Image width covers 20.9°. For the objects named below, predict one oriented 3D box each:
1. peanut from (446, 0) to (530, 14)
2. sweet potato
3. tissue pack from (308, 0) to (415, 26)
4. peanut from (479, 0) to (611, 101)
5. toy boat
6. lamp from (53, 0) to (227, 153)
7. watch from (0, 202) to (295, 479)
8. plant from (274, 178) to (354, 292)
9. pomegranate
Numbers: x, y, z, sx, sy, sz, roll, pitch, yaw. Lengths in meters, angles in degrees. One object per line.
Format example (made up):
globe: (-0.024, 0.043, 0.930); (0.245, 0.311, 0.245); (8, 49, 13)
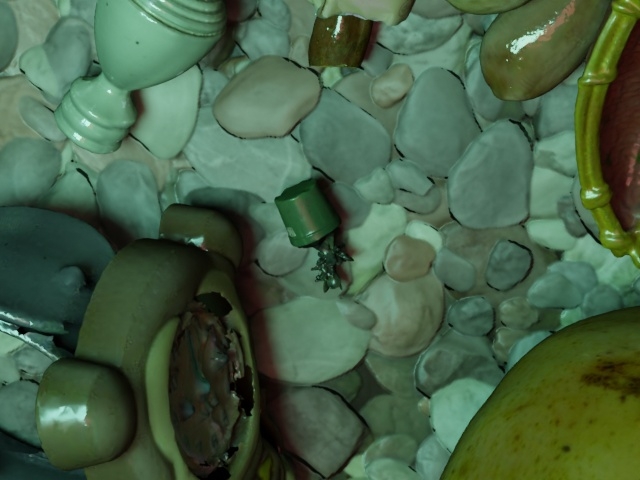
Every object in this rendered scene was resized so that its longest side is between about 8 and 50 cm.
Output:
peanut: (0.160, -0.292, 1.315); (0.137, 0.122, 0.253); (46, 111, 35)
sweet potato: (0.024, -0.190, 1.410); (0.049, 0.049, 0.117); (19, 114, 1)
tissue pack: (0.033, -0.320, 1.263); (0.123, 0.215, 0.256); (-6, 135, -28)
peanut: (0.188, -0.175, 1.382); (0.076, 0.076, 0.152); (40, 105, -7)
toy boat: (0.263, -0.131, 1.355); (0.141, 0.099, 0.318); (-14, 131, -29)
lamp: (-0.150, -0.156, 1.424); (0.106, 0.106, 0.193); (32, 120, -4)
watch: (-0.229, 0.151, 1.470); (0.327, 0.314, 0.335); (-5, 120, 22)
plant: (0.000, 0.000, 1.481); (0.051, 0.051, 0.102); (-21, 110, 14)
pomegranate: (0.283, 0.256, 1.355); (0.417, 0.416, 0.416); (2, 110, 7)
